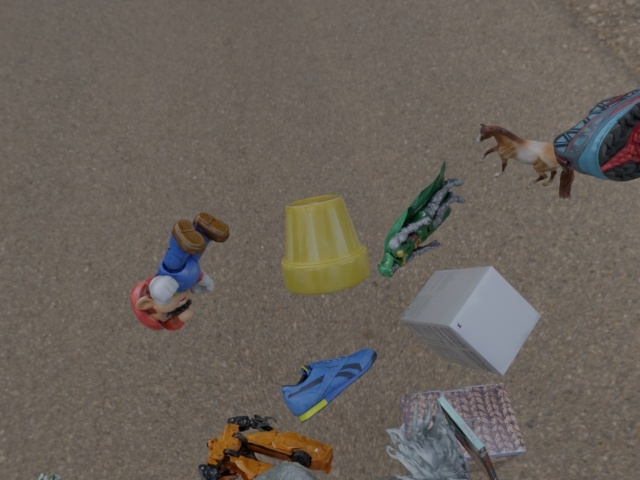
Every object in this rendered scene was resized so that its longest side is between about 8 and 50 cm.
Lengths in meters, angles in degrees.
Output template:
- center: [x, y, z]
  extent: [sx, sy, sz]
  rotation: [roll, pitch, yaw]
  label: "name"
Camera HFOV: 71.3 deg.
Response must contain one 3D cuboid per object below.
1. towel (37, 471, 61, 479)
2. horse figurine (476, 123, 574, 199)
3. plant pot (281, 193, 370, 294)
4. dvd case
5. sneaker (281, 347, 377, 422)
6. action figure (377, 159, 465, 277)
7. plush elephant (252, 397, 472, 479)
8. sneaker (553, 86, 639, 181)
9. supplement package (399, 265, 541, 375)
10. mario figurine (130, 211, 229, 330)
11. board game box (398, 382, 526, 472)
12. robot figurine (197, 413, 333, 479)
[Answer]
- center: [-0.341, 0.481, 0.507]
  extent: [0.325, 0.038, 0.247]
  rotation: [36, 91, 43]
  label: "towel"
- center: [0.497, -0.194, 1.077]
  extent: [0.264, 0.174, 0.066]
  rotation: [26, 70, 14]
  label: "horse figurine"
- center: [0.000, 0.000, 1.268]
  extent: [0.254, 0.238, 0.254]
  rotation: [-11, 13, 2]
  label: "plant pot"
- center: [0.206, 0.279, 0.623]
  extent: [0.013, 0.119, 0.087]
  rotation: [-35, 37, -5]
  label: "dvd case"
- center: [0.020, 0.248, 0.841]
  extent: [0.209, 0.069, 0.082]
  rotation: [-28, 75, -33]
  label: "sneaker"
- center: [0.181, -0.020, 0.818]
  extent: [0.064, 0.137, 0.232]
  rotation: [27, 66, 41]
  label: "action figure"
- center: [0.041, 0.333, 0.403]
  extent: [0.256, 0.329, 0.272]
  rotation: [-21, 13, -2]
  label: "plush elephant"
- center: [0.422, -0.176, 0.588]
  extent: [0.262, 0.104, 0.125]
  rotation: [-31, 20, -10]
  label: "sneaker"
- center: [0.398, 0.212, 1.223]
  extent: [0.198, 0.263, 0.199]
  rotation: [43, 74, -9]
  label: "supplement package"
- center: [-0.299, 0.100, 0.996]
  extent: [0.198, 0.320, 0.170]
  rotation: [8, 41, -38]
  label: "mario figurine"
- center: [0.313, 0.460, 1.056]
  extent: [0.232, 0.291, 0.141]
  rotation: [-8, 56, 4]
  label: "board game box"
- center: [-0.129, 0.511, 1.023]
  extent: [0.291, 0.084, 0.211]
  rotation: [7, 29, 18]
  label: "robot figurine"
